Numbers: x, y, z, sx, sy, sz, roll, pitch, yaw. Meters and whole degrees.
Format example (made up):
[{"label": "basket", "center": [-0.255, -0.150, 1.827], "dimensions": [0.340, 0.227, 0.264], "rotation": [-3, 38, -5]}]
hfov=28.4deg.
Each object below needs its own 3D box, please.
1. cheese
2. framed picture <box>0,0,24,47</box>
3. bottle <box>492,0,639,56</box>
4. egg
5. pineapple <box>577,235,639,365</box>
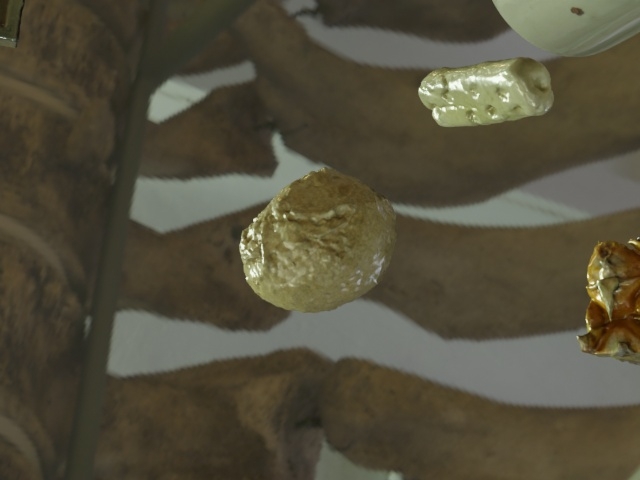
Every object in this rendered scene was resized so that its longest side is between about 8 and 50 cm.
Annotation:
[{"label": "cheese", "center": [0.162, -0.146, 1.259], "dimensions": [0.043, 0.194, 0.065], "rotation": [-33, -74, -21]}, {"label": "framed picture", "center": [-0.166, -0.153, 0.505], "dimensions": [0.109, 0.011, 0.149], "rotation": [9, -111, -14]}, {"label": "bottle", "center": [0.179, -0.176, 0.623], "dimensions": [0.110, 0.233, 0.110], "rotation": [5, -103, -22]}, {"label": "egg", "center": [0.000, 0.000, 1.044], "dimensions": [0.140, 0.116, 0.118], "rotation": [-24, -158, -21]}, {"label": "pineapple", "center": [0.351, 0.077, 1.213], "dimensions": [0.236, 0.186, 0.114], "rotation": [15, -101, -12]}]
